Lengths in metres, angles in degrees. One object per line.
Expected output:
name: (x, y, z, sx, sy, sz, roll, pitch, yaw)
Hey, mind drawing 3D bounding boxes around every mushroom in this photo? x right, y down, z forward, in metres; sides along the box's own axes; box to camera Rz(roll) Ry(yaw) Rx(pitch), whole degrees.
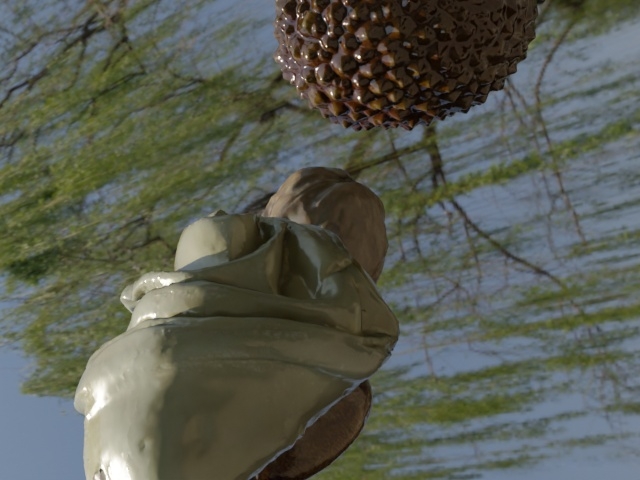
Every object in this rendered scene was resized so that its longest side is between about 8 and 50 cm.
mushroom: (-0.079, 0.320, 1.516, 0.239, 0.345, 0.345, 44, -139, 9)

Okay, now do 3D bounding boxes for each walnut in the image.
walnut: (0.002, 0.001, 1.563, 0.227, 0.273, 0.273, -27, -82, -60)

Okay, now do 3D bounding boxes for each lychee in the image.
lychee: (0.077, -0.228, 0.878, 0.267, 0.267, 0.267, 18, -116, -44)

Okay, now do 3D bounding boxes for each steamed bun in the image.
steamed bun: (-0.098, 0.099, 0.825, 0.324, 0.310, 0.219, -34, -92, -7)

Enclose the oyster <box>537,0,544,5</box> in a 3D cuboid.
oyster: (0.384, -0.475, 1.483, 0.162, 0.233, 0.107, -9, -91, -15)
